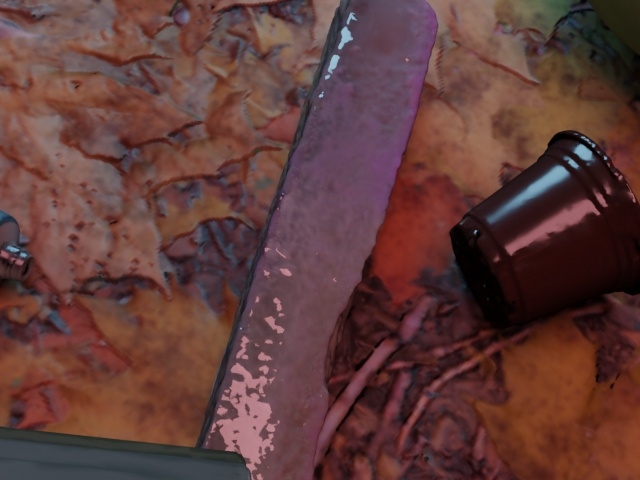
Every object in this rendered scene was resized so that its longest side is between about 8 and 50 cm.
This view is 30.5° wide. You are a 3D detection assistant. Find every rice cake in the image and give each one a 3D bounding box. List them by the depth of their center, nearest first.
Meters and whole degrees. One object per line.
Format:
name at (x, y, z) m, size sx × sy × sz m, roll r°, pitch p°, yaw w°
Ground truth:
rice cake at (-0.001, 0.001, 0.694) m, size 0.070 × 0.064 × 0.399 m, roll 22°, pitch 61°, yaw -9°

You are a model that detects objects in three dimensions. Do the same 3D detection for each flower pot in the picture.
flower pot at (0.130, 0.001, 0.698) m, size 0.089 × 0.111 × 0.111 m, roll -26°, pitch 69°, yaw -8°

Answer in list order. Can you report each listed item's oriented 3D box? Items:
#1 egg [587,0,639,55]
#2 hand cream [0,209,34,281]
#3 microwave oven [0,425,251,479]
egg at (0.270, -0.217, 0.760) m, size 0.220 × 0.220 × 0.269 m, roll -21°, pitch 67°, yaw -18°
hand cream at (-0.269, -0.022, 0.679) m, size 0.224 × 0.048 × 0.083 m, roll 21°, pitch 61°, yaw 9°
microwave oven at (-0.146, 0.252, 0.352) m, size 0.218 × 0.286 × 0.355 m, roll 8°, pitch 95°, yaw -4°
